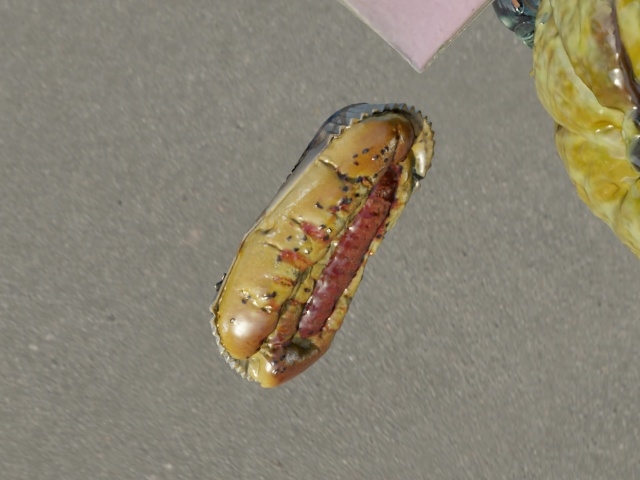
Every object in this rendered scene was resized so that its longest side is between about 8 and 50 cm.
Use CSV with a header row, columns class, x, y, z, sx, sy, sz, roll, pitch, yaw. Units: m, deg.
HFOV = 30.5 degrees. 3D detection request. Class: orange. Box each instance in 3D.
class,x,y,z,sx,sy,sz,roll,pitch,yaw
orange,0.289,-0.140,0.901,0.271,0.369,0.210,-31,23,-14

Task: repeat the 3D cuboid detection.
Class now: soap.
class,x,y,z,sx,sy,sz,roll,pitch,yaw
soap,0.140,-0.344,1.339,0.259,0.181,0.081,-45,20,19

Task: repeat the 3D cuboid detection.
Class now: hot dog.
class,x,y,z,sx,sy,sz,roll,pitch,yaw
hot dog,0.000,0.000,0.915,0.069,0.131,0.253,38,100,39

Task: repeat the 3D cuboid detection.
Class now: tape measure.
class,x,y,z,sx,sy,sz,roll,pitch,yaw
tape measure,0.326,-0.358,1.671,0.107,0.180,0.104,46,63,-14
